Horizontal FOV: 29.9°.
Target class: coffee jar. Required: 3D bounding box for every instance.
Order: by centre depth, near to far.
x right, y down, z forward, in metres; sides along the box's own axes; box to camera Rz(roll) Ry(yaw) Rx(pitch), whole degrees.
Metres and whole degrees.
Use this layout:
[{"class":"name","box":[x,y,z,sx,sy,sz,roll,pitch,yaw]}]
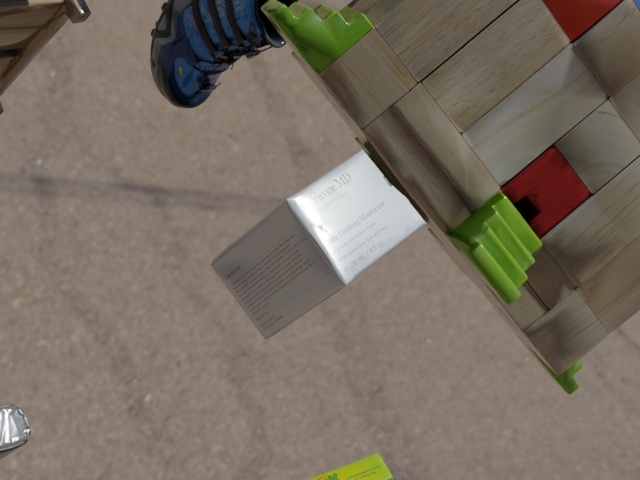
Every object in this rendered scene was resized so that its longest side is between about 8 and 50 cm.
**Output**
[{"class":"coffee jar","box":[-0.571,0.341,2.022,0.096,0.184,0.079,-12,74,-44]}]

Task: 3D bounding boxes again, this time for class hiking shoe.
[{"class":"hiking shoe","box":[-0.104,-0.251,1.389,0.113,0.304,0.132,-18,61,-42]}]

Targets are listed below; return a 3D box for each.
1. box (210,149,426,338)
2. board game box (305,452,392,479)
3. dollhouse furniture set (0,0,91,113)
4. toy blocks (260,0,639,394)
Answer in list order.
[{"class":"box","box":[0.000,0.000,1.419,0.181,0.182,0.119,-36,89,-42]},{"class":"board game box","box":[-0.002,0.334,1.468,0.181,0.092,0.043,-17,43,-17]},{"class":"dollhouse furniture set","box":[-0.251,-0.205,0.839,0.303,0.355,0.174,-19,76,-54]},{"class":"toy blocks","box":[0.173,-0.100,0.850,0.381,0.261,0.191,49,2,-20]}]
